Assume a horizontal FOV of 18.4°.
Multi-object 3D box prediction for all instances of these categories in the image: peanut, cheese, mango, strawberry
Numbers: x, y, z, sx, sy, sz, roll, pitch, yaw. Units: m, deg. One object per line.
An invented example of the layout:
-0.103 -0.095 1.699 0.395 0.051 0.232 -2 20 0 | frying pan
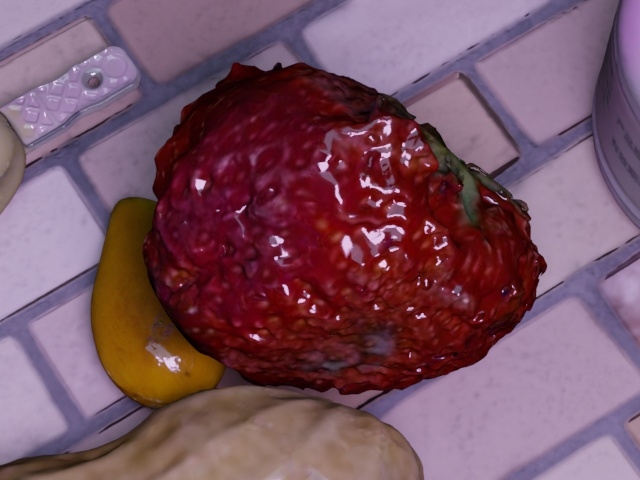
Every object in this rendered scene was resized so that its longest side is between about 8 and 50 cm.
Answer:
-0.097 0.196 1.302 0.340 0.158 0.174 -22 89 -5 | peanut
-0.247 -0.069 1.473 0.255 0.050 0.127 -31 70 -12 | cheese
-0.116 0.044 1.420 0.101 0.066 0.187 -9 59 -5 | mango
0.000 0.000 1.343 0.274 0.274 0.220 41 93 16 | strawberry

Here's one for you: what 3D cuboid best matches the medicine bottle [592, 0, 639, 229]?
0.322 -0.131 1.362 0.241 0.302 0.241 0 67 0 | medicine bottle
